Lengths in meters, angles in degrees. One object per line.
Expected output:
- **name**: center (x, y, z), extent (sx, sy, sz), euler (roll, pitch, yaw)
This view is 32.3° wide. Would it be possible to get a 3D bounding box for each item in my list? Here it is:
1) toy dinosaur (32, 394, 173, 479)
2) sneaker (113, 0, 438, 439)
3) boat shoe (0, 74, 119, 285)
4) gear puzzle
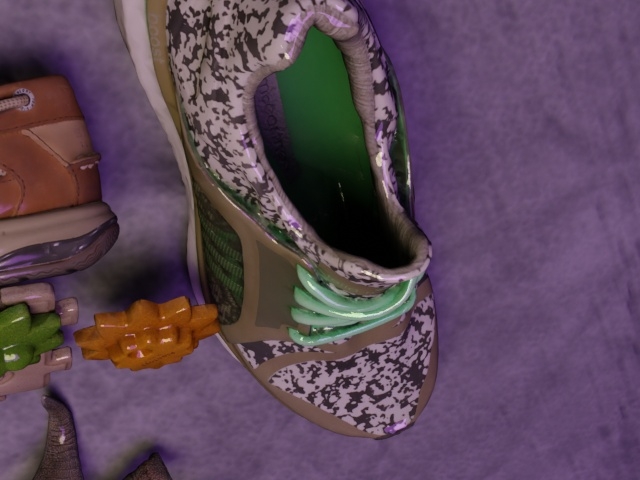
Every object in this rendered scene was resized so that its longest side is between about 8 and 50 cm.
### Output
- **toy dinosaur**: center (-0.153, 0.248, 0.768), extent (0.160, 0.121, 0.313), euler (-29, 135, -20)
- **sneaker**: center (0.000, 0.000, 0.623), extent (0.158, 0.182, 0.410), euler (-25, 129, -6)
- **boat shoe**: center (-0.268, -0.024, 0.545), extent (0.324, 0.122, 0.119), euler (-8, 94, -22)
- **gear puzzle**: center (-0.219, 0.083, 0.618), extent (0.339, 0.044, 0.175), euler (-8, 157, -19)
